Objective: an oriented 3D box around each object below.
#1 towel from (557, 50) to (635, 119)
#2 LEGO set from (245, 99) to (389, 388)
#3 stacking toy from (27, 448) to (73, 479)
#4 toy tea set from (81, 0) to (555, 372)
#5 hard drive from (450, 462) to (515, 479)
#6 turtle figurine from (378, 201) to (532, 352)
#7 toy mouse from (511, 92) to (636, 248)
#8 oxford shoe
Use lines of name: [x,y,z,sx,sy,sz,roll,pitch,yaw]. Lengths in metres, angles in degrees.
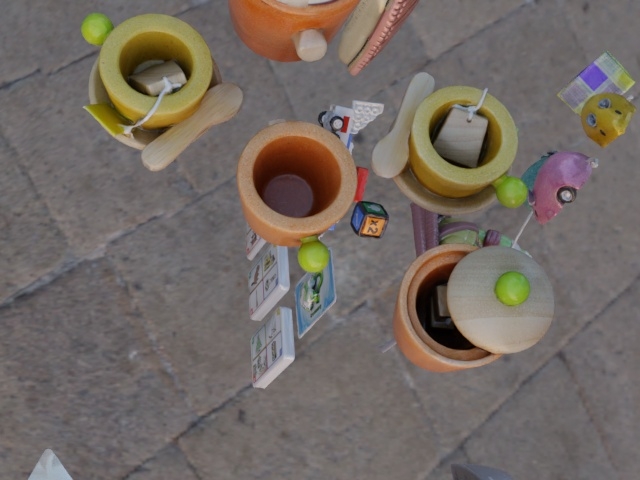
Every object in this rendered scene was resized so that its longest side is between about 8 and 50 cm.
towel: [0.350,-0.193,1.370,0.060,0.083,0.009,53,17,13]
LEGO set: [0.000,0.000,0.916,0.060,0.244,0.182,8,59,-22]
stacking toy: [-0.319,0.375,1.232,0.309,0.130,0.279,41,49,11]
toy tea set: [0.021,-0.075,0.648,0.336,0.124,0.200,41,70,6]
hard drive: [0.233,0.387,1.454,0.054,0.254,0.171,-10,85,-5]
turtle figurine: [0.217,0.079,1.525,0.198,0.266,0.274,2,107,-12]
toy mouse: [0.172,-0.049,0.789,0.031,0.143,0.161,39,20,1]
oxford shoe: [0.086,-0.403,1.475,0.147,0.397,0.140,30,43,5]
